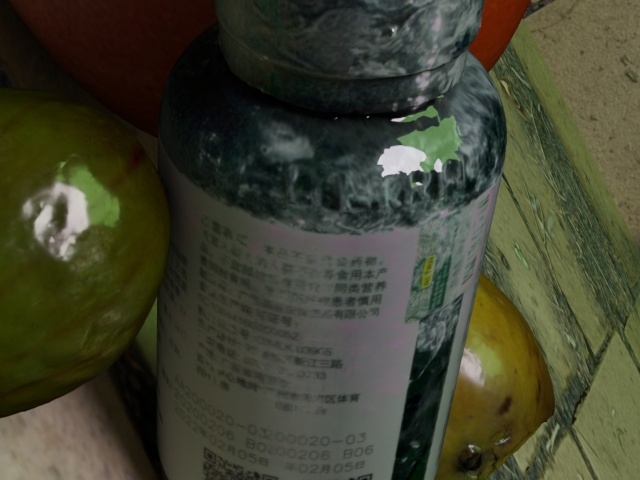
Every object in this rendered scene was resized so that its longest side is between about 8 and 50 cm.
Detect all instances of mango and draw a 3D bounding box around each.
[{"bbox_3d":[0.087,0.086,0.871,0.167,0.130,0.262,62,14,12],"label":"mango"}]

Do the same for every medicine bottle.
[{"bbox_3d":[0.000,0.000,0.547,0.141,0.141,0.293,-90,-176,-50],"label":"medicine bottle"}]

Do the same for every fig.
[{"bbox_3d":[-0.144,0.032,0.435,0.124,0.124,0.236,58,40,-15],"label":"fig"}]

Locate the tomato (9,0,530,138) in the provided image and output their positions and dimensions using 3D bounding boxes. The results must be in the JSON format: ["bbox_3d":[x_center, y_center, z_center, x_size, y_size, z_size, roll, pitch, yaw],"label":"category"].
[{"bbox_3d":[-0.030,-0.194,0.675,0.321,0.321,0.322,49,25,-33],"label":"tomato"}]
